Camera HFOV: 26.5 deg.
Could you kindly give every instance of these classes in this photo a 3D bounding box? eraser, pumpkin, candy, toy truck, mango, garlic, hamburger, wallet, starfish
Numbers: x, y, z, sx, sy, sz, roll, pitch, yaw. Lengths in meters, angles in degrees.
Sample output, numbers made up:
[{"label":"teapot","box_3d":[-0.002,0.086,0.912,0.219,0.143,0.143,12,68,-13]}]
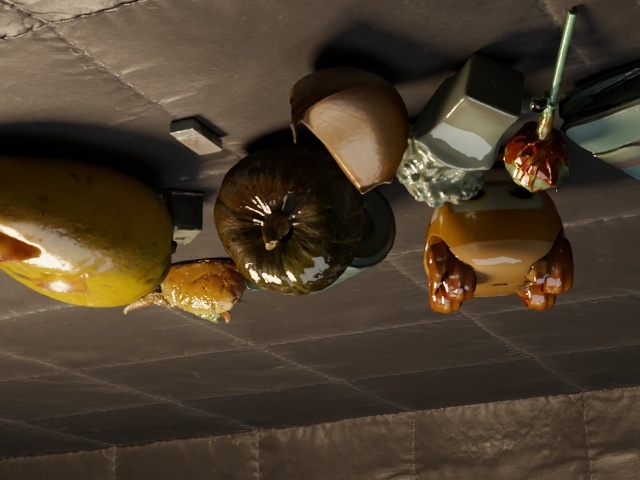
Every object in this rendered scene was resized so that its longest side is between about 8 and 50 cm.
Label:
[{"label":"eraser","box_3d":[-0.166,-0.138,1.810,0.038,0.019,0.083,-8,162,23]},{"label":"pumpkin","box_3d":[-0.048,-0.025,1.865,0.219,0.219,0.162,-11,-169,25]},{"label":"candy","box_3d":[0.278,-0.163,1.623,0.084,0.078,0.288,34,148,21]},{"label":"toy truck","box_3d":[0.249,-0.004,1.976,0.204,0.212,0.288,-3,166,1]},{"label":"mango","box_3d":[-0.363,-0.026,1.917,0.253,0.182,0.365,-15,148,42]},{"label":"garlic","box_3d":[0.024,-0.155,1.642,0.115,0.128,0.206,39,-176,40]},{"label":"hamburger","box_3d":[-0.200,0.088,2.395,0.176,0.102,0.087,-4,150,6]},{"label":"wallet","box_3d":[0.433,-0.152,1.751,0.176,0.075,0.250,-19,156,34]},{"label":"starfish","box_3d":[-0.284,0.113,2.559,0.247,0.050,0.138,8,162,-8]}]

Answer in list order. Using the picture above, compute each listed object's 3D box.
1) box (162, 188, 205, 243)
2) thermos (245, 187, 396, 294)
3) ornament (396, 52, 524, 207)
[{"label":"box","box_3d":[-0.213,-0.035,2.062,0.060,0.063,0.084,6,160,-22]},{"label":"thermos","box_3d":[0.000,0.000,2.099,0.182,0.145,0.286,-31,-179,-30]},{"label":"ornament","box_3d":[0.167,-0.130,1.716,0.130,0.120,0.285,18,160,1]}]
